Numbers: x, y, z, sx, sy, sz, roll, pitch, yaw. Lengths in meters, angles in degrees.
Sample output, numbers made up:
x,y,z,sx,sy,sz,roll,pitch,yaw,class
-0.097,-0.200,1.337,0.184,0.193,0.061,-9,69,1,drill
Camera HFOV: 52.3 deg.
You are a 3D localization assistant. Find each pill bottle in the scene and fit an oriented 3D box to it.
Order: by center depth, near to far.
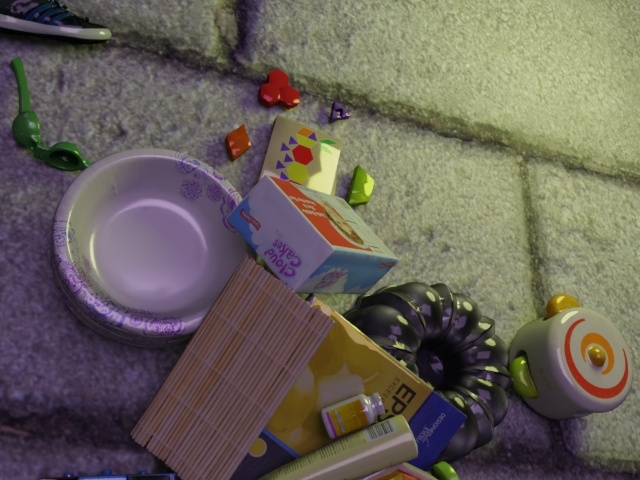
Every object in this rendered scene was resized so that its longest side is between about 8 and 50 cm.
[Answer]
x,y,z,sx,sy,sz,roll,pitch,yaw,class
0.044,0.237,0.892,0.083,0.043,0.043,-21,78,-4,pill bottle

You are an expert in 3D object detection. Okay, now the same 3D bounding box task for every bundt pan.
x,y,z,sx,sy,sz,roll,pitch,yaw,class
0.183,0.213,1.093,0.331,0.124,0.330,9,66,-20,bundt pan

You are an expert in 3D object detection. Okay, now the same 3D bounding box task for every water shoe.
x,y,z,sx,sy,sz,roll,pitch,yaw,class
-0.447,-0.374,1.069,0.203,0.073,0.080,3,97,-22,water shoe

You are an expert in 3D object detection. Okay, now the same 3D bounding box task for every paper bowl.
x,y,z,sx,sy,sz,roll,pitch,yaw,class
-0.248,0.018,0.967,0.285,0.148,0.284,9,66,-20,paper bowl

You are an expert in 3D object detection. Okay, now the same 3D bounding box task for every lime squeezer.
x,y,z,sx,sy,sz,roll,pitch,yaw,class
-0.410,-0.157,1.033,0.310,0.059,0.110,43,29,-1,lime squeezer

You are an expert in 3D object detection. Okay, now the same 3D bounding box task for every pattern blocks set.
x,y,z,sx,sy,sz,roll,pitch,yaw,class
-0.036,-0.138,1.194,0.286,0.026,0.324,27,61,-11,pattern blocks set

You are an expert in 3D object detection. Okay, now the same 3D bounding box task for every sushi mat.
x,y,z,sx,sy,sz,roll,pitch,yaw,class
-0.123,0.188,0.868,0.151,0.019,0.316,35,101,9,sushi mat

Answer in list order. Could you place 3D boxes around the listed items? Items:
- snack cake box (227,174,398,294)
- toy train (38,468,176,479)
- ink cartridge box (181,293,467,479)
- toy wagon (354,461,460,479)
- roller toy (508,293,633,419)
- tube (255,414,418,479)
x,y,z,sx,sy,sz,roll,pitch,yaw,class
0.000,0.000,0.983,0.152,0.089,0.264,50,16,21,snack cake box
-0.277,0.338,0.847,0.184,0.105,0.080,7,67,-22,toy train
0.014,0.287,0.943,0.307,0.072,0.303,38,86,-1,ink cartridge box
0.101,0.479,0.912,0.267,0.068,0.344,-18,97,-19,toy wagon
0.463,0.223,1.197,0.191,0.146,0.209,37,59,-7,roller toy
0.009,0.302,0.872,0.240,0.070,0.062,-18,44,-7,tube
